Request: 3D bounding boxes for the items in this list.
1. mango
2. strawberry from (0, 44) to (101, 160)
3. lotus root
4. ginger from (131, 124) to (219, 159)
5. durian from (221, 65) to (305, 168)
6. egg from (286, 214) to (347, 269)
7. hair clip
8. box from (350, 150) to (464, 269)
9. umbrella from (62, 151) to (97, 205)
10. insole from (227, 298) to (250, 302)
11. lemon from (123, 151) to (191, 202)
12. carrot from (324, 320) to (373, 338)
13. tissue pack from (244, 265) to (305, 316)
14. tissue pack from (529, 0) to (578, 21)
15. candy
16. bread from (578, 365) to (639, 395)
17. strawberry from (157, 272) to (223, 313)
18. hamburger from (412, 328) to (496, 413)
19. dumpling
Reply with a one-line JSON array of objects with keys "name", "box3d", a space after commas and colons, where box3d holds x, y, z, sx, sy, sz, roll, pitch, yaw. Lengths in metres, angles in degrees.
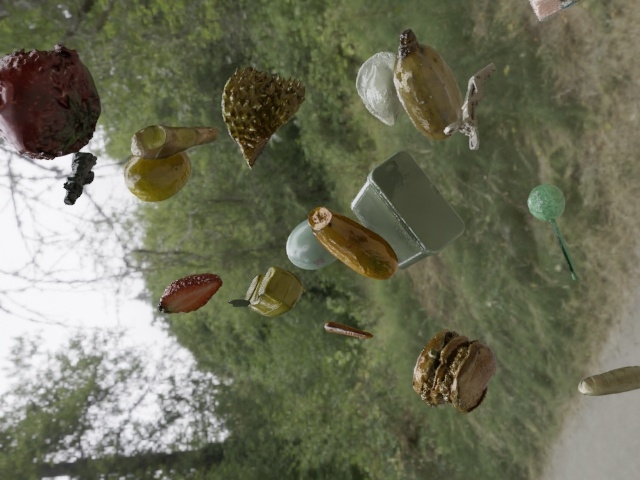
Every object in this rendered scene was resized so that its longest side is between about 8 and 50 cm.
[{"name": "mango", "box3d": [0.108, 0.010, 2.174, 0.144, 0.359, 0.187, -58, 11, -10]}, {"name": "strawberry", "box3d": [-0.627, -0.313, 1.465, 0.274, 0.221, 0.274, 23, -90, -83]}, {"name": "lotus root", "box3d": [0.282, -0.419, 1.798, 0.342, 0.152, 0.169, 51, -133, -36]}, {"name": "ginger", "box3d": [-0.383, -0.270, 1.784, 0.295, 0.131, 0.086, -20, -99, -52]}, {"name": "durian", "box3d": [-0.169, -0.362, 1.739, 0.195, 0.186, 0.305, 45, -125, -24]}, {"name": "egg", "box3d": [0.000, 0.000, 2.384, 0.182, 0.264, 0.183, 55, -167, -19]}, {"name": "hair clip", "box3d": [0.301, -0.281, 1.316, 0.034, 0.072, 0.225, 119, 172, -62]}, {"name": "box", "box3d": [0.287, -0.090, 2.331, 0.351, 0.177, 0.344, 52, 162, 4]}, {"name": "umbrella", "box3d": [-0.752, -0.186, 2.057, 0.224, 0.080, 0.071, -92, 6, -46]}, {"name": "insole", "box3d": [-0.234, 0.182, 1.908, 0.188, 0.064, 0.004, 115, 154, -77]}, {"name": "lemon", "box3d": [-0.466, -0.199, 1.898, 0.170, 0.207, 0.170, 42, 157, 22]}, {"name": "carrot", "box3d": [0.098, 0.315, 2.290, 0.037, 0.190, 0.037, -22, -63, -53]}, {"name": "tissue pack", "box3d": [-0.133, 0.158, 1.956, 0.178, 0.127, 0.123, -32, 28, 56]}, {"name": "tissue pack", "box3d": [0.562, -0.584, 1.596, 0.059, 0.094, 0.074, -39, -80, -44]}, {"name": "candy", "box3d": [0.824, -0.017, 2.285, 0.439, 0.119, 0.119, 57, -157, -32]}, {"name": "bread", "box3d": [0.770, 0.359, 1.709, 0.073, 0.215, 0.053, -128, 29, -77]}, {"name": "strawberry", "box3d": [-0.465, 0.170, 2.320, 0.175, 0.236, 0.106, 93, 156, -54]}, {"name": "hamburger", "box3d": [0.407, 0.417, 2.062, 0.245, 0.211, 0.260, -7, -67, -51]}, {"name": "dumpling", "box3d": [0.191, -0.473, 2.084, 0.126, 0.167, 0.215, -58, -31, -24]}]
